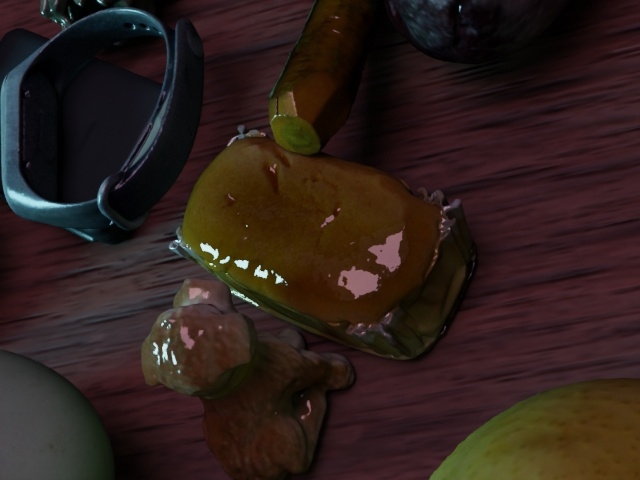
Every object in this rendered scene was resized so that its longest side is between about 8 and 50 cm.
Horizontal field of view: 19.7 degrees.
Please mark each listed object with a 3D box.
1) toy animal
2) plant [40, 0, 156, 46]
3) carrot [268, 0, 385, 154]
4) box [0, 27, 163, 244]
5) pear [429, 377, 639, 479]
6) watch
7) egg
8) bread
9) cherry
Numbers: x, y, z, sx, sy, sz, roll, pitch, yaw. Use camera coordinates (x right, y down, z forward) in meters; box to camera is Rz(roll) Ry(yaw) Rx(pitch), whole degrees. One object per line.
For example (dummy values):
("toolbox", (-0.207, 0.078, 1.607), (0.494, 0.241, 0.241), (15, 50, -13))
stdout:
("toy animal", (-0.080, 0.134, 1.455), (0.104, 0.185, 0.184), (19, 80, 32))
("plant", (-0.206, -0.281, 1.734), (0.132, 0.129, 0.194), (-22, 58, 19))
("carrot", (0.019, -0.179, 1.560), (0.070, 0.070, 0.260), (-3, 45, 28))
("box", (-0.240, -0.099, 1.723), (0.230, 0.050, 0.160), (23, 82, 34))
("pear", (0.200, 0.265, 1.158), (0.348, 0.348, 0.348), (-11, 65, 25))
("watch", (-0.193, -0.104, 1.631), (0.193, 0.068, 0.206), (-15, 62, 23))
("egg", (-0.336, 0.204, 1.543), (0.371, 0.230, 0.230), (-10, 65, 33))
("bread", (0.000, 0.000, 1.516), (0.241, 0.107, 0.136), (22, 79, 34))
("cherry", (0.129, -0.238, 1.497), (0.195, 0.195, 0.195), (-11, 65, 25))
